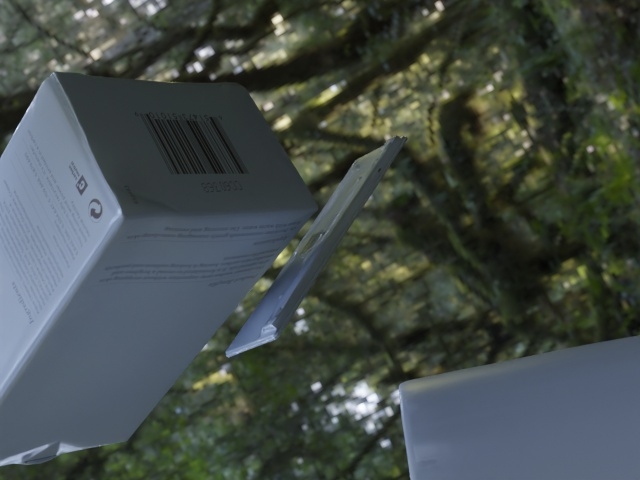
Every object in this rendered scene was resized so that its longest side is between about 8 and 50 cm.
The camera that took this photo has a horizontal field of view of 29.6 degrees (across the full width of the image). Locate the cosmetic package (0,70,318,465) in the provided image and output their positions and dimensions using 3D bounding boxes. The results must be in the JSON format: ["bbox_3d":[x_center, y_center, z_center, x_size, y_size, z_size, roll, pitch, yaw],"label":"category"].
[{"bbox_3d":[-0.204,0.040,1.081,0.217,0.385,0.156,-3,-126,-47],"label":"cosmetic package"}]

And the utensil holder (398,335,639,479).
[{"bbox_3d":[0.269,0.217,0.873,0.327,0.386,0.327,-9,-90,-87],"label":"utensil holder"}]

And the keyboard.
[{"bbox_3d":[0.000,0.000,1.029,0.014,0.072,0.256,43,-129,-12],"label":"keyboard"}]
